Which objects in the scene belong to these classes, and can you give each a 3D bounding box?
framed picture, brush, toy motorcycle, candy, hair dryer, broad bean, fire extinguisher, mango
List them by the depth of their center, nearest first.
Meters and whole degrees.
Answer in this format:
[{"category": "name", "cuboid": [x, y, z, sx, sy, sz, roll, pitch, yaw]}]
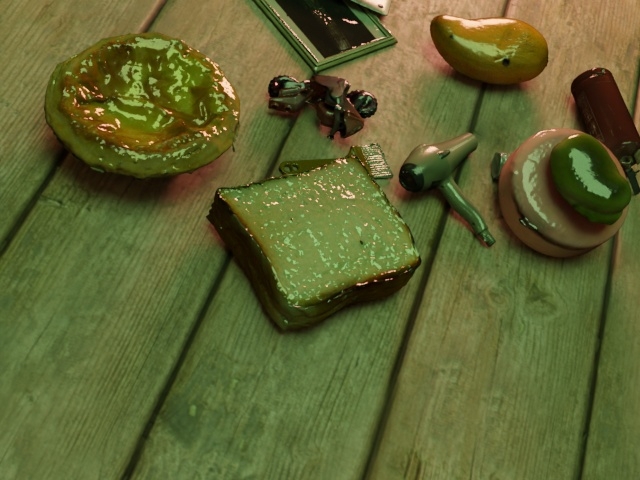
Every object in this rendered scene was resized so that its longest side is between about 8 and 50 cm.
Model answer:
[{"category": "broad bean", "cuboid": [0.485, -0.107, 1.846, 0.124, 0.082, 0.174, -32, 72, -20]}, {"category": "brush", "cuboid": [0.026, -0.140, 1.906, 0.218, 0.010, 0.082, -8, 59, -22]}, {"category": "candy", "cuboid": [0.451, -0.086, 1.919, 0.255, 0.094, 0.255, 4, 72, -13]}, {"category": "toy motorcycle", "cuboid": [0.002, -0.255, 1.936, 0.213, 0.084, 0.118, 11, 54, -1]}, {"category": "hair dryer", "cuboid": [0.268, -0.121, 1.942, 0.225, 0.088, 0.219, 36, 47, -7]}, {"category": "fire extinguisher", "cuboid": [0.603, -0.226, 2.108, 0.105, 0.105, 0.269, -1, 55, -19]}, {"category": "framed picture", "cuboid": [-0.006, -0.485, 2.139, 0.231, 0.018, 0.293, -26, 67, -32]}, {"category": "mango", "cuboid": [0.351, -0.401, 2.142, 0.262, 0.109, 0.157, 10, 63, -5]}]

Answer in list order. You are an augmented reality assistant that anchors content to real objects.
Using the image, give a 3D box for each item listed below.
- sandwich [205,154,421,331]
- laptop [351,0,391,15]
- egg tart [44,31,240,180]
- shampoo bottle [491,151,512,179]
[{"category": "sandwich", "cuboid": [0.000, 0.000, 1.742, 0.301, 0.099, 0.271, -18, 67, -32]}, {"category": "laptop", "cuboid": [0.037, -0.588, 2.206, 0.269, 0.015, 0.187, 23, 46, -8]}, {"category": "egg tart", "cuboid": [-0.307, -0.215, 1.773, 0.341, 0.132, 0.341, 8, 55, -12]}, {"category": "shampoo bottle", "cuboid": [0.442, -0.129, 2.009, 0.212, 0.049, 0.072, 10, 66, -11]}]
